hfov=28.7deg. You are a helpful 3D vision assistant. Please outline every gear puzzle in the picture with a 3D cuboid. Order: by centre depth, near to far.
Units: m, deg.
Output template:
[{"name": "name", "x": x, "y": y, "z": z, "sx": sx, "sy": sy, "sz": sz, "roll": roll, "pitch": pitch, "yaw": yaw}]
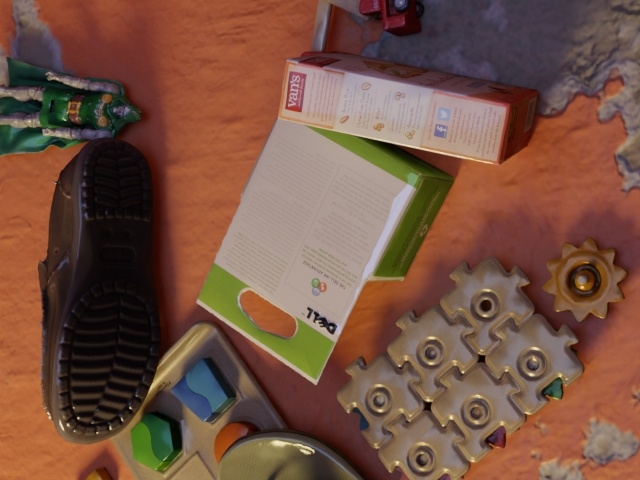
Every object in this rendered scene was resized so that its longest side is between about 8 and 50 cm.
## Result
[{"name": "gear puzzle", "x": 0.179, "y": 0.116, "z": 1.317, "sx": 0.339, "sy": 0.044, "sz": 0.175, "roll": -44, "pitch": 68, "yaw": 16}]

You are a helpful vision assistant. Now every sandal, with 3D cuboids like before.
[{"name": "sandal", "x": 0.016, "y": 0.307, "z": 1.352, "sx": 0.303, "sy": 0.086, "sz": 0.120, "roll": 31, "pitch": 108, "yaw": 18}]

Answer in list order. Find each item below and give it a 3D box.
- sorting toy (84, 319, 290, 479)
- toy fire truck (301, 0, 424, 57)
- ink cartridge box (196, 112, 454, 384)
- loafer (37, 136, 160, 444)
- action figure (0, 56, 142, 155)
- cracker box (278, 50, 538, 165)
[{"name": "sorting toy", "x": -0.174, "y": 0.275, "z": 1.491, "sx": 0.307, "sy": 0.041, "sz": 0.229, "roll": -46, "pitch": 69, "yaw": 19}, {"name": "toy fire truck", "x": 0.044, "y": -0.269, "z": 1.396, "sx": 0.135, "sy": 0.047, "sz": 0.192, "roll": -6, "pitch": 86, "yaw": 27}, {"name": "ink cartridge box", "x": 0.000, "y": 0.000, "z": 1.382, "sx": 0.189, "sy": 0.097, "sz": 0.255, "roll": 32, "pitch": 104, "yaw": 25}, {"name": "loafer", "x": -0.275, "y": 0.064, "z": 1.520, "sx": 0.130, "sy": 0.134, "sz": 0.365, "roll": -11, "pitch": 71, "yaw": 53}, {"name": "action figure", "x": -0.325, "y": -0.167, "z": 1.581, "sx": 0.232, "sy": 0.063, "sz": 0.137, "roll": 5, "pitch": 87, "yaw": 24}, {"name": "cracker box", "x": 0.092, "y": -0.140, "z": 1.278, "sx": 0.232, "sy": 0.156, "sz": 0.067, "roll": 13, "pitch": 105, "yaw": 16}]
